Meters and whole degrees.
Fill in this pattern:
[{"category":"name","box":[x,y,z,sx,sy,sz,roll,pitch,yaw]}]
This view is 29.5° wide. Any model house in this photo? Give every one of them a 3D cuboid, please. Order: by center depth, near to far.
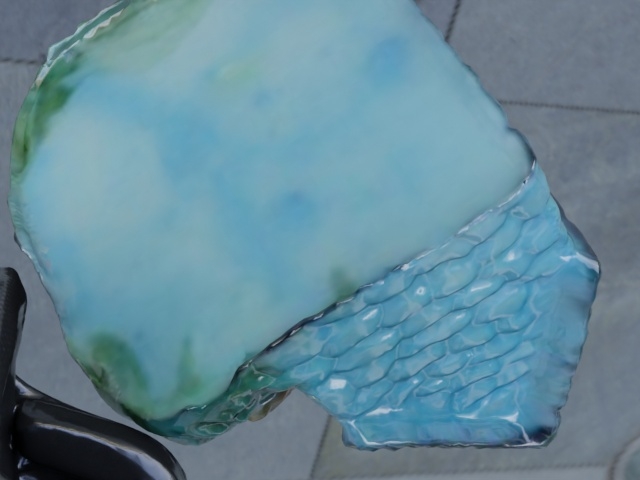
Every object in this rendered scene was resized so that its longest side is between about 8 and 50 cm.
[{"category":"model house","box":[0.000,0.000,0.663,0.226,0.261,0.241,-36,141,6]}]

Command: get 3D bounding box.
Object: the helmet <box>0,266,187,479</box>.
[{"category":"helmet","box":[-0.133,0.114,0.436,0.193,0.189,0.215,-7,94,-10]}]
